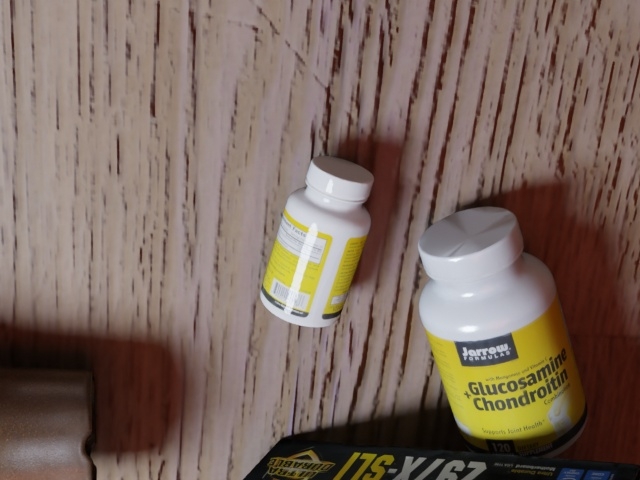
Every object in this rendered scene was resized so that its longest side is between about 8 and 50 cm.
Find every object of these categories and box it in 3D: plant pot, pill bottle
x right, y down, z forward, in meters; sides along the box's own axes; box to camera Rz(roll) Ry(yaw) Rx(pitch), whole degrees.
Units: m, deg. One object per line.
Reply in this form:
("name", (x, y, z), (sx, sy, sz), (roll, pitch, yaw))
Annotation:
("plant pot", (-0.252, 0.161, 0.706), (0.165, 0.167, 0.167), (-2, 114, -12))
("pill bottle", (0.000, 0.000, 0.697), (0.065, 0.065, 0.116), (14, 112, -10))
("pill bottle", (0.135, 0.072, 0.718), (0.103, 0.103, 0.184), (-19, 114, 4))

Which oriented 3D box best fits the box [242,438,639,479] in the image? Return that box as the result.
("box", (0.111, 0.284, 0.726), (0.322, 0.079, 0.257), (-4, 113, 37))
